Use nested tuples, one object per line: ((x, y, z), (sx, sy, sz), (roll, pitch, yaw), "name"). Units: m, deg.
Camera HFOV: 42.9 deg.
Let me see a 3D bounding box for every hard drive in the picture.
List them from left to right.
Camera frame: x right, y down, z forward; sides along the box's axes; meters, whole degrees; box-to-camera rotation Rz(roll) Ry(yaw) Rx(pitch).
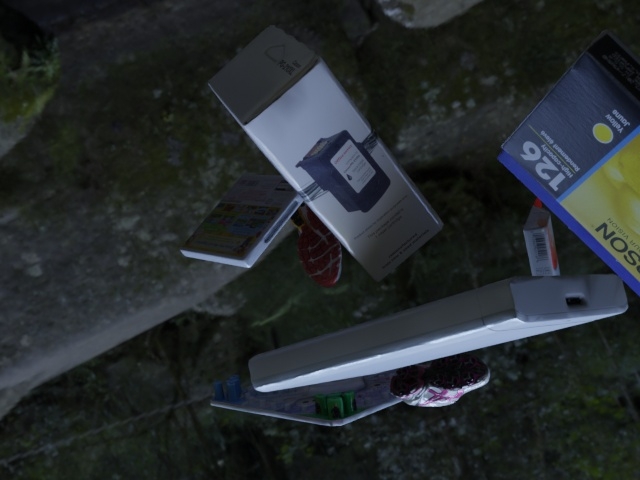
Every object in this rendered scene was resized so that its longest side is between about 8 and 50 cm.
((0.122, 0.104, 0.896), (0.353, 0.047, 0.233), (-22, 164, 41), "hard drive")

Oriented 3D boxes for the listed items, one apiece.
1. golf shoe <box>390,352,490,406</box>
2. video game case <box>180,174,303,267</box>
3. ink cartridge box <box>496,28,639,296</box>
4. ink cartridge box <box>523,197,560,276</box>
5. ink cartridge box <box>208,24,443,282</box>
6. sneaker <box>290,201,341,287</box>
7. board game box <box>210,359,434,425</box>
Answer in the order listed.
((0.207, 0.232, 1.336), (0.186, 0.086, 0.067), (-20, -134, 43), "golf shoe")
((-0.138, -0.042, 1.514), (0.227, 0.026, 0.206), (7, -127, 51), "video game case")
((0.381, -0.064, 1.042), (0.072, 0.303, 0.307), (-40, 170, -28), "ink cartridge box")
((0.402, 0.012, 1.432), (0.045, 0.145, 0.179), (-6, -160, 28), "ink cartridge box")
((0.003, -0.094, 0.862), (0.100, 0.237, 0.172), (-40, -149, 1), "ink cartridge box")
((0.000, 0.000, 1.667), (0.088, 0.225, 0.092), (-21, 145, 10), "sneaker")
((0.032, 0.287, 1.699), (0.390, 0.050, 0.390), (-10, -176, -43), "board game box")
